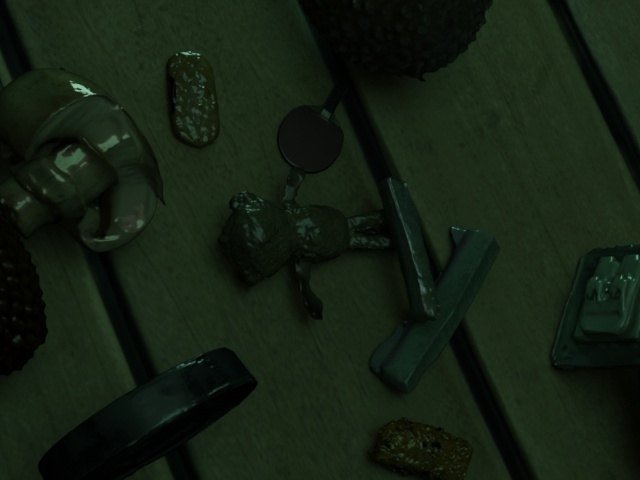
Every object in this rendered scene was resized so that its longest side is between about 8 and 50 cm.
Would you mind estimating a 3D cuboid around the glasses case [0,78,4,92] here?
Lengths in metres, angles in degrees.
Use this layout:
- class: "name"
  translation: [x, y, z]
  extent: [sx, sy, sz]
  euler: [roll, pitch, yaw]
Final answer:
- class: "glasses case"
  translation: [-0.462, -0.206, 1.865]
  extent: [0.078, 0.039, 0.184]
  euler: [-18, 79, -27]

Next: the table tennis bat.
- class: "table tennis bat"
  translation: [-0.003, -0.166, 2.054]
  extent: [0.095, 0.014, 0.158]
  euler: [33, 65, -7]

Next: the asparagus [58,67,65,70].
- class: "asparagus"
  translation: [-0.372, -0.163, 1.900]
  extent: [0.016, 0.016, 0.162]
  euler: [31, 60, -31]

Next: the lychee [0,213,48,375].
- class: "lychee"
  translation: [-0.446, 0.058, 1.674]
  extent: [0.271, 0.236, 0.236]
  euler: [36, 61, -24]

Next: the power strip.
- class: "power strip"
  translation: [0.424, 0.083, 2.031]
  extent: [0.064, 0.198, 0.213]
  euler: [38, 59, -33]

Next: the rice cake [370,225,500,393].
- class: "rice cake"
  translation: [0.165, 0.093, 2.013]
  extent: [0.081, 0.051, 0.290]
  euler: [20, 59, 23]

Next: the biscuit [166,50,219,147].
- class: "biscuit"
  translation: [-0.179, -0.200, 1.991]
  extent: [0.071, 0.018, 0.147]
  euler: [0, 70, -25]

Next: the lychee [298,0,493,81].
- class: "lychee"
  translation: [0.105, -0.378, 2.037]
  extent: [0.300, 0.300, 0.300]
  euler: [7, 69, -20]

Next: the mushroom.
- class: "mushroom"
  translation: [-0.334, -0.104, 1.791]
  extent: [0.195, 0.189, 0.253]
  euler: [-39, 132, -11]

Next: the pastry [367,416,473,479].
- class: "pastry"
  translation: [0.138, 0.286, 1.925]
  extent: [0.140, 0.056, 0.080]
  euler: [27, 71, -19]

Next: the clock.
- class: "clock"
  translation: [-0.206, 0.221, 1.681]
  extent: [0.281, 0.280, 0.055]
  euler: [-27, 78, -28]

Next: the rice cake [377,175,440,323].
- class: "rice cake"
  translation: [0.122, 0.012, 1.964]
  extent: [0.034, 0.043, 0.210]
  euler: [-10, 79, -27]

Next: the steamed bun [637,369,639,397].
- class: "steamed bun"
  translation: [0.593, 0.226, 2.061]
  extent: [0.301, 0.199, 0.251]
  euler: [-6, 91, -14]

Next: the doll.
- class: "doll"
  translation: [-0.004, -0.017, 1.962]
  extent: [0.286, 0.091, 0.202]
  euler: [-33, 104, -26]
